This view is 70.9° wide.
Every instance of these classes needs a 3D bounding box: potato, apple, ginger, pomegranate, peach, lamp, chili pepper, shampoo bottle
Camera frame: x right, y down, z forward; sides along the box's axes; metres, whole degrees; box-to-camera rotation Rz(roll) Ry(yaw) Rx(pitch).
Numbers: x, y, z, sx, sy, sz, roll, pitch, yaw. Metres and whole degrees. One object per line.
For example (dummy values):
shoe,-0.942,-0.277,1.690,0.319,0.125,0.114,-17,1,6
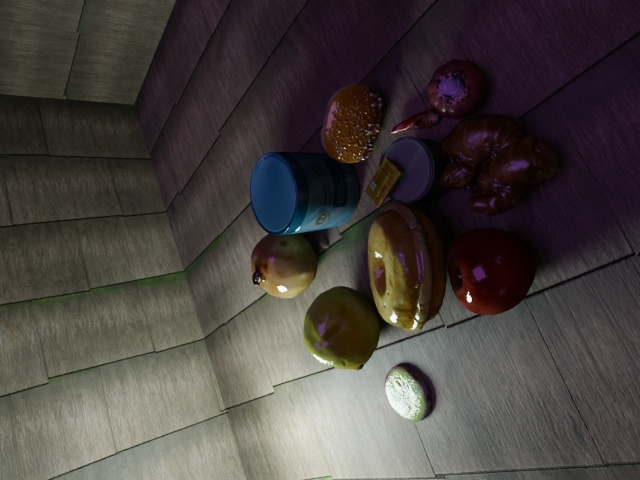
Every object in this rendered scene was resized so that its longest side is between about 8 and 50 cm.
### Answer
potato,0.001,0.000,2.069,0.093,0.036,0.037,41,129,38
apple,0.504,0.087,1.346,0.260,0.216,0.261,170,90,-83
ginger,0.504,-0.238,1.347,0.357,0.152,0.274,50,125,30
pomegranate,-0.185,0.113,2.089,0.338,0.338,0.339,11,105,48
peach,0.091,0.358,1.842,0.315,0.281,0.314,36,88,8
lamp,0.432,-0.475,1.418,0.181,0.140,0.182,7,104,30
chili pepper,0.349,-0.423,1.586,0.267,0.059,0.051,-9,52,52
shampoo bottle,-0.065,-0.201,1.876,0.331,0.342,0.332,11,104,47

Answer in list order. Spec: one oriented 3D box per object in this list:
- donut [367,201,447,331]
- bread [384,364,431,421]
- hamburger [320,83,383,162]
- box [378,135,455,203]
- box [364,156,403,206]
donut,0.285,0.090,1.546,0.449,0.197,0.450,172,90,-79
bread,0.339,0.609,1.786,0.228,0.033,0.229,11,105,50
hamburger,0.118,-0.447,1.718,0.151,0.226,0.296,-117,35,-55
box,0.332,-0.243,1.556,0.226,0.149,0.226,11,105,47
box,0.218,-0.202,1.560,0.089,0.022,0.156,53,132,30
